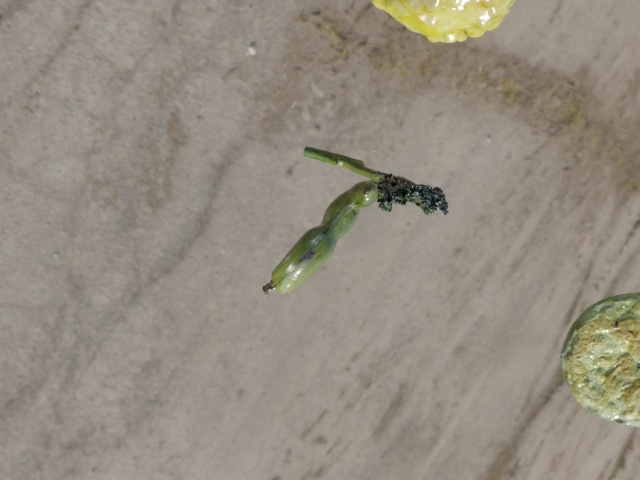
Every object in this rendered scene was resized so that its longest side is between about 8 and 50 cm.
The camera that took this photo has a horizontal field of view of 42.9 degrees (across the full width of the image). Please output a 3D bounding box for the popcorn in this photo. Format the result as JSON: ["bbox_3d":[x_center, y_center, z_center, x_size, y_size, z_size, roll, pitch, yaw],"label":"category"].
[{"bbox_3d":[0.149,-0.375,1.020,0.266,0.233,0.192,57,35,-17],"label":"popcorn"}]

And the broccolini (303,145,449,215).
[{"bbox_3d":[0.058,-0.094,1.224,0.123,0.271,0.062,16,98,-53],"label":"broccolini"}]

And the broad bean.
[{"bbox_3d":[0.000,0.000,1.105,0.214,0.048,0.070,-48,-176,6],"label":"broad bean"}]

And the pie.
[{"bbox_3d":[0.182,0.068,0.475,0.084,0.084,0.021,-68,165,16],"label":"pie"}]
